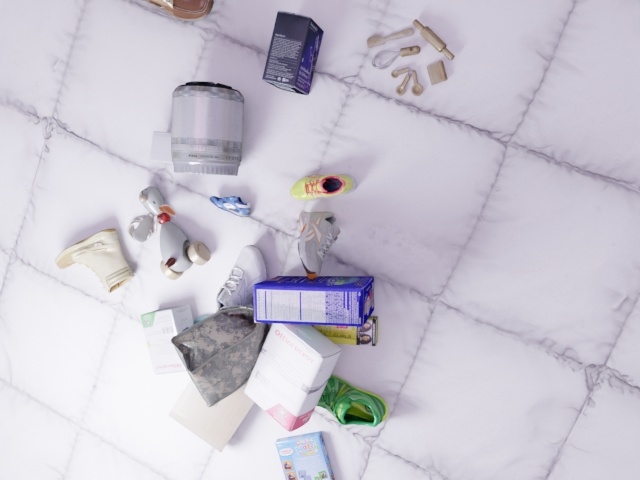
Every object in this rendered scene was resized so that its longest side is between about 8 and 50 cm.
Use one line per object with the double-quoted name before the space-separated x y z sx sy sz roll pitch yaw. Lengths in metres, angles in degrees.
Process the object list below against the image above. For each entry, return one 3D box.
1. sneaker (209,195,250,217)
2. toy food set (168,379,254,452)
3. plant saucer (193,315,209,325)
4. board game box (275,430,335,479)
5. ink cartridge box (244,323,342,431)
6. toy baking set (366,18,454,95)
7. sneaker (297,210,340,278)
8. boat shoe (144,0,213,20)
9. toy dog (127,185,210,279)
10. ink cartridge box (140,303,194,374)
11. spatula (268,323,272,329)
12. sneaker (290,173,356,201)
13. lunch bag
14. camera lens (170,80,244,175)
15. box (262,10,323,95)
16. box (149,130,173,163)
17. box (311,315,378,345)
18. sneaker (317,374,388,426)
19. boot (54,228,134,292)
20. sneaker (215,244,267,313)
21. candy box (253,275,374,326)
"sneaker" -0.292 -0.122 1.875 0.144 0.053 0.059 21 101 4
"toy food set" -0.343 0.532 1.932 0.219 0.092 0.306 34 95 4
"plant saucer" -0.386 0.315 1.956 0.119 0.021 0.119 1 96 15
"board game box" -0.046 0.747 1.890 0.160 0.039 0.212 -15 91 16
"ink cartridge box" -0.085 0.400 1.753 0.207 0.117 0.283 34 111 28
"toy baking set" 0.261 -0.544 1.690 0.196 0.030 0.256 -41 84 15
"sneaker" 0.000 0.000 1.720 0.121 0.262 0.099 -10 137 9
"boat shoe" -0.499 -0.794 1.838 0.324 0.116 0.123 20 100 13
"toy dog" -0.522 -0.015 1.892 0.333 0.161 0.220 39 103 9
"ink cartridge box" -0.504 0.335 1.942 0.154 0.093 0.212 -13 90 29
"spatula" -0.082 0.306 1.874 0.242 0.019 0.168 38 103 6
"sneaker" -0.001 -0.168 1.766 0.208 0.094 0.082 -10 94 18
"lunch bag" -0.281 0.335 1.774 0.287 0.235 0.169 -30 52 -17
"camera lens" -0.351 -0.343 1.783 0.219 0.219 0.274 5 96 15
"box" -0.080 -0.558 1.722 0.108 0.153 0.207 17 100 13
"box" -0.494 -0.304 1.896 0.101 0.087 0.102 10 98 15
"box" 0.063 0.277 1.799 0.232 0.058 0.087 3 96 12
"sneaker" 0.064 0.501 1.792 0.295 0.123 0.109 13 99 15
"boot" -0.793 0.097 2.017 0.262 0.095 0.203 -26 89 12
"sneaker" -0.263 0.156 1.843 0.111 0.129 0.297 21 99 33
"candy box" -0.012 0.173 1.700 0.317 0.268 0.122 1 93 12
